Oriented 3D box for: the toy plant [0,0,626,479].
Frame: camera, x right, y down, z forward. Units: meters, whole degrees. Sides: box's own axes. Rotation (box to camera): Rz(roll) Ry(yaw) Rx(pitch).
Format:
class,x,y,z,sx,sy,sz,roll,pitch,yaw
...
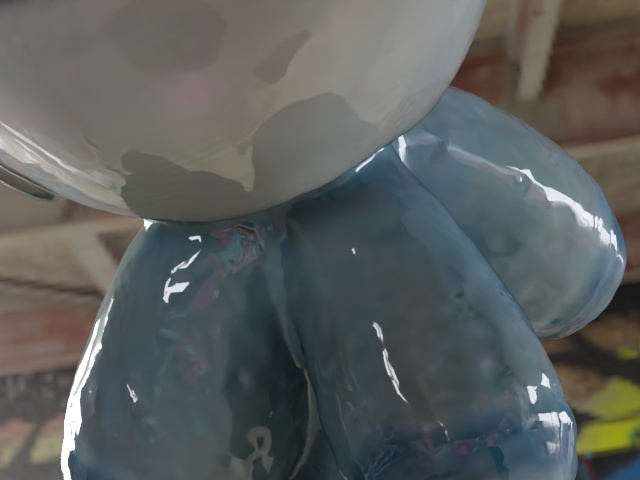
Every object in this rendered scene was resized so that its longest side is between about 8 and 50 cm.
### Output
class,x,y,z,sx,sy,sz,roll,pitch,yaw
toy plant,0.000,0.000,0.665,0.247,0.332,0.247,-19,21,8
